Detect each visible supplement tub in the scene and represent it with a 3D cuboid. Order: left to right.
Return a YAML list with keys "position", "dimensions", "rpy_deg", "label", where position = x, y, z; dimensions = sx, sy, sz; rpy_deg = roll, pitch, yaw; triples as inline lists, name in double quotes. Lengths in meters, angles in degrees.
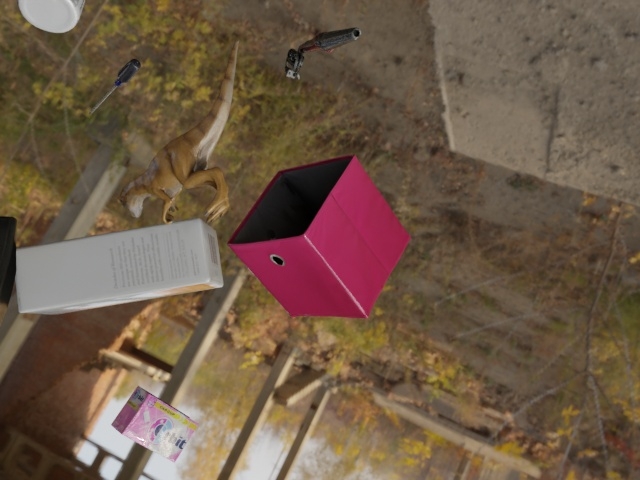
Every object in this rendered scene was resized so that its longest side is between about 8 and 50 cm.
- position: [-0.520, -0.515, 1.344]
  dimensions: [0.117, 0.190, 0.117]
  rpy_deg: [1, 145, 1]
  label: "supplement tub"

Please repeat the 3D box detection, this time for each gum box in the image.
- position: [-0.389, 0.442, 1.618]
  dimensions: [0.062, 0.107, 0.188]
  rpy_deg: [15, 156, 48]
  label: "gum box"

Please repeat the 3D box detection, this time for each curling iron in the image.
- position: [0.004, -0.321, 1.142]
  dimensions: [0.035, 0.068, 0.274]
  rpy_deg: [14, 177, -26]
  label: "curling iron"

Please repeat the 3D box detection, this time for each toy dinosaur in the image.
- position: [-0.125, -0.079, 0.655]
  dimensions: [0.112, 0.211, 0.064]
  rpy_deg: [49, -160, 3]
  label: "toy dinosaur"

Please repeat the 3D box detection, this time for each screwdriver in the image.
- position: [-0.364, -0.267, 1.186]
  dimensions: [0.024, 0.025, 0.170]
  rpy_deg: [28, 143, -34]
  label: "screwdriver"

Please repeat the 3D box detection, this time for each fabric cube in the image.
- position: [0.000, 0.000, 1.527]
  dimensions: [0.254, 0.259, 0.258]
  rpy_deg: [-5, 132, 43]
  label: "fabric cube"

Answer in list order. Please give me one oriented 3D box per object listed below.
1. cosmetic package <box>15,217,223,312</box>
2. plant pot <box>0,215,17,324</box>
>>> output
- position: [-0.489, 0.070, 1.687]
  dimensions: [0.453, 0.162, 0.230]
  rpy_deg: [-9, 173, 0]
  label: "cosmetic package"
- position: [-0.665, 0.074, 1.248]
  dimensions: [0.188, 0.167, 0.187]
  rpy_deg: [2, 142, -24]
  label: "plant pot"
